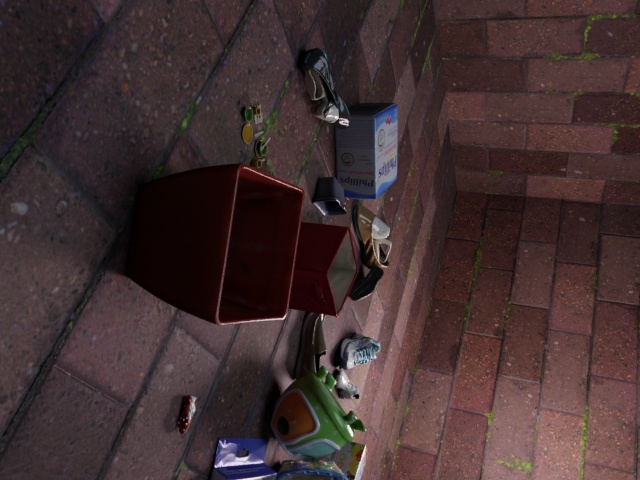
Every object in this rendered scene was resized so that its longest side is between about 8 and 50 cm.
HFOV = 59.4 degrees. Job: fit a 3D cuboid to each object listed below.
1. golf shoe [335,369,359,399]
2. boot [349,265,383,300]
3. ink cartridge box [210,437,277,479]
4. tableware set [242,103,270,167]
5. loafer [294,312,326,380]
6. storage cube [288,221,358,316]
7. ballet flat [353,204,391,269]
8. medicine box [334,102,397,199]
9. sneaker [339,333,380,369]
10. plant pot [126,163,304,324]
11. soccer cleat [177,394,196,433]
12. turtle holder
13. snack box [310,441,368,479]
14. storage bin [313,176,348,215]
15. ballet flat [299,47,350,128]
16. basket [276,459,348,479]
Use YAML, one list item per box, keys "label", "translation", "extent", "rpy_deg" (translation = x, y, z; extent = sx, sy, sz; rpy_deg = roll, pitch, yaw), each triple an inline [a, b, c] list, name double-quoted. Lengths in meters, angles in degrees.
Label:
- label: "golf shoe"
  translation: [0.110, 0.567, 2.197]
  extent: [0.176, 0.086, 0.069]
  rpy_deg: [70, 36, -45]
- label: "boot"
  translation: [0.179, 0.209, 2.285]
  extent: [0.198, 0.077, 0.137]
  rpy_deg: [-37, 159, -34]
- label: "ink cartridge box"
  translation: [-0.211, 0.688, 1.481]
  extent: [0.303, 0.072, 0.307]
  rpy_deg: [43, 59, -63]
- label: "tableware set"
  translation: [-0.158, -0.256, 1.378]
  extent: [0.104, 0.024, 0.154]
  rpy_deg: [-41, 134, -58]
- label: "loafer"
  translation: [-0.013, 0.341, 1.823]
  extent: [0.094, 0.087, 0.251]
  rpy_deg: [29, 70, -66]
- label: "storage cube"
  translation: [-0.021, 0.076, 1.589]
  extent: [0.183, 0.193, 0.215]
  rpy_deg: [76, 29, -41]
- label: "ballet flat"
  translation: [0.220, -0.005, 2.237]
  extent: [0.342, 0.124, 0.116]
  rpy_deg: [75, 30, -42]
- label: "medicine box"
  translation: [0.168, -0.321, 1.983]
  extent: [0.263, 0.149, 0.289]
  rpy_deg: [-44, 135, -57]
- label: "sneaker"
  translation: [0.158, 0.439, 2.224]
  extent: [0.283, 0.122, 0.110]
  rpy_deg: [-22, 116, -65]
- label: "plant pot"
  translation: [-0.205, 0.001, 1.063]
  extent: [0.267, 0.236, 0.267]
  rpy_deg: [14, 85, -68]
- label: "soccer cleat"
  translation: [-0.293, 0.385, 1.240]
  extent: [0.035, 0.029, 0.083]
  rpy_deg: [29, 65, -62]
- label: "turtle holder"
  translation: [-0.022, 0.532, 1.699]
  extent: [0.243, 0.227, 0.320]
  rpy_deg: [55, -5, 7]
- label: "snack box"
  translation: [0.059, 0.831, 2.035]
  extent: [0.207, 0.175, 0.070]
  rpy_deg: [-62, 146, -40]
- label: "storage bin"
  translation: [0.040, -0.145, 1.812]
  extent: [0.135, 0.098, 0.091]
  rpy_deg: [39, 50, -64]
- label: "ballet flat"
  translation: [0.003, -0.423, 1.646]
  extent: [0.096, 0.095, 0.280]
  rpy_deg: [-56, 137, -30]
- label: "basket"
  translation: [-0.035, 0.777, 1.663]
  extent: [0.289, 0.255, 0.201]
  rpy_deg: [-122, -143, -76]
